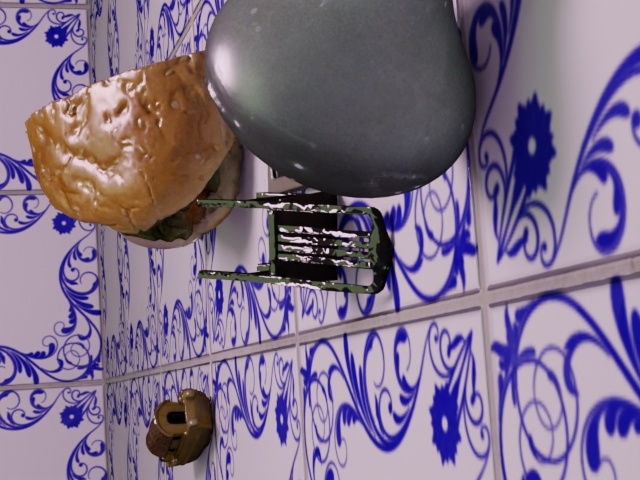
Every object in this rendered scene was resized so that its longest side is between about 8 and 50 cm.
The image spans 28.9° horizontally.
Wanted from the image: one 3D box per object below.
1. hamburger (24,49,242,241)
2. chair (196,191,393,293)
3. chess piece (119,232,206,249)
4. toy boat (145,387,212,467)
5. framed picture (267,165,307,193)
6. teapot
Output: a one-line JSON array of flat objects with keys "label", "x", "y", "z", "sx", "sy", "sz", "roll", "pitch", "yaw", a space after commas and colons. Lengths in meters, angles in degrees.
[{"label": "hamburger", "x": -0.211, "y": -0.094, "z": 1.522, "sx": 0.330, "sy": 0.162, "sz": 0.209, "roll": -21, "pitch": 83, "yaw": 29}, {"label": "chair", "x": 0.000, "y": 0.000, "z": 1.090, "sx": 0.212, "sy": 0.101, "sz": 0.084, "roll": 3, "pitch": 97, "yaw": 37}, {"label": "chess piece", "x": -0.226, "y": -0.120, "z": 1.775, "sx": 0.261, "sy": 0.142, "sz": 0.143, "roll": -99, "pitch": 16, "yaw": -47}, {"label": "toy boat", "x": -0.209, "y": 0.280, "z": 1.812, "sx": 0.226, "sy": 0.088, "sz": 0.068, "roll": 118, "pitch": 146, "yaw": -59}, {"label": "framed picture", "x": -0.022, "y": -0.210, "z": 1.219, "sx": 0.240, "sy": 0.020, "sz": 0.324, "roll": 179, "pitch": 89, "yaw": -75}, {"label": "teapot", "x": 0.041, "y": -0.155, "z": 0.761, "sx": 0.183, "sy": 0.183, "sz": 0.251, "roll": -107, "pitch": 34, "yaw": -43}]
